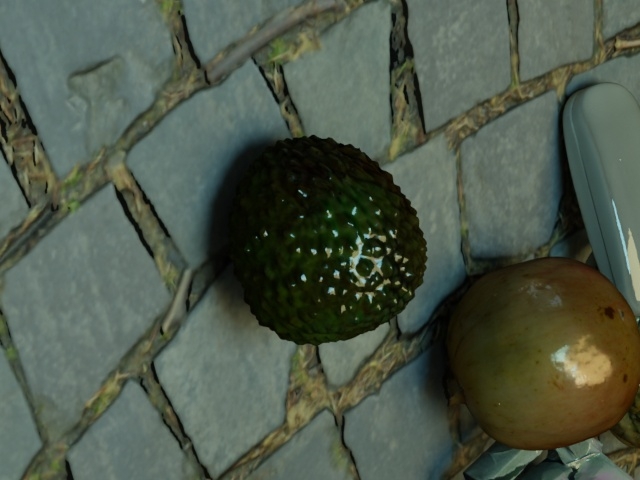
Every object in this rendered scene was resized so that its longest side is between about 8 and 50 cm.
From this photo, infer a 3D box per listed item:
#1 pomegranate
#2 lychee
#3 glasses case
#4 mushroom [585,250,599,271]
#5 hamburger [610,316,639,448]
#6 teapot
[{"bbox_3d":[0.204,0.103,1.472,0.191,0.191,0.191,-19,117,-42],"label":"pomegranate"},{"bbox_3d":[0.000,0.000,1.242,0.171,0.171,0.171,-19,117,-42],"label":"lychee"},{"bbox_3d":[0.300,-0.041,1.567,0.092,0.059,0.233,-16,91,-36],"label":"glasses case"},{"bbox_3d":[0.306,0.035,1.618,0.306,0.068,0.043,-61,147,-36],"label":"mushroom"},{"bbox_3d":[0.396,0.128,1.706,0.244,0.163,0.244,-38,135,-51],"label":"hamburger"},{"bbox_3d":[0.225,0.277,1.597,0.221,0.163,0.178,43,64,-7],"label":"teapot"}]
